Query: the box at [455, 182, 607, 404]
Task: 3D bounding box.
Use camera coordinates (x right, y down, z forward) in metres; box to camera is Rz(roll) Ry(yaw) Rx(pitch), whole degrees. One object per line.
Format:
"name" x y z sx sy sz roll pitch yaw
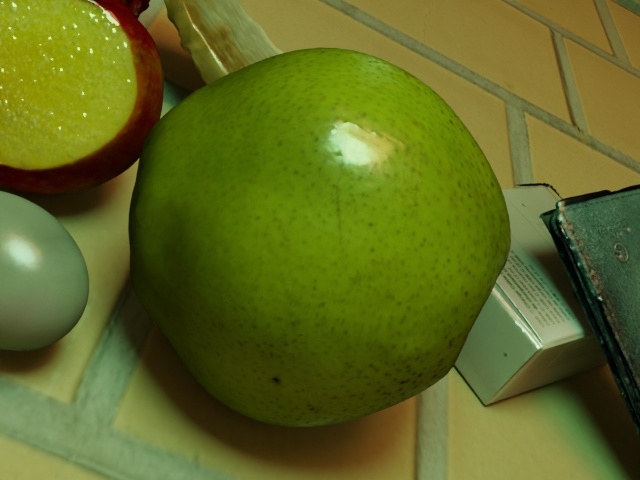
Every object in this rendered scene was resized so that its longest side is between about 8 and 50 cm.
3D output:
"box" 0.215 0.045 1.004 0.252 0.106 0.203 -6 52 -46

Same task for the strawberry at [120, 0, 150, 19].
"strawberry" -0.286 -0.298 0.964 0.261 0.257 0.261 4 60 -7

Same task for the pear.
"pear" 0.000 0.000 0.728 0.294 0.294 0.294 22 34 -16

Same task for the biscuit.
"biscuit" -0.072 -0.191 1.061 0.309 0.040 0.204 40 29 -28

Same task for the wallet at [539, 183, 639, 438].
"wallet" 0.346 0.127 0.930 0.191 0.046 0.378 -11 78 -45

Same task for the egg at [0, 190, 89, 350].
"egg" -0.227 0.020 0.668 0.135 0.103 0.103 37 33 12

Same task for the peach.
"peach" -0.232 -0.132 0.787 0.190 0.190 0.192 43 16 16
